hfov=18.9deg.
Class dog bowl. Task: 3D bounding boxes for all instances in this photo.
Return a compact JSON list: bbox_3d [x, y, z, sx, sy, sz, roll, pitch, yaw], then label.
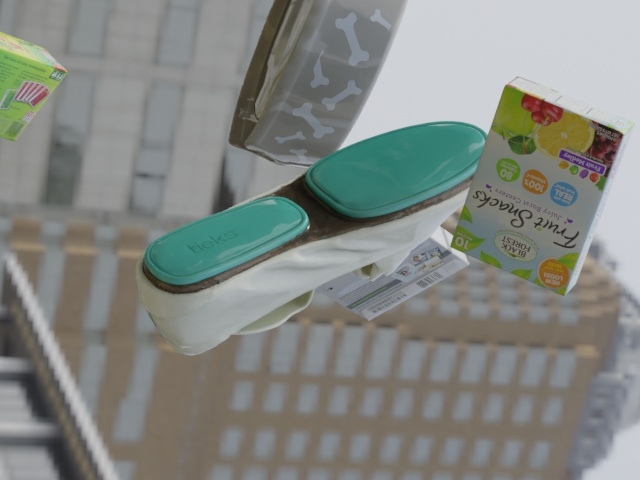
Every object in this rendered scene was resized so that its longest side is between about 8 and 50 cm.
[{"bbox_3d":[0.008,-0.236,2.147,0.349,0.102,0.349,-159,-90,-80],"label":"dog bowl"}]

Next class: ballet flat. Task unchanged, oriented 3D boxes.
[{"bbox_3d":[0.000,0.000,1.914,0.139,0.400,0.139,49,-27,36],"label":"ballet flat"}]

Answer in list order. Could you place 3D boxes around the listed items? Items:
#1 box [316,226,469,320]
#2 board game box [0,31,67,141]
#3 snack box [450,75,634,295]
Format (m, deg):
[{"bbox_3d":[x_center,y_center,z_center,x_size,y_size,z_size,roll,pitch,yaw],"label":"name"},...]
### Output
[{"bbox_3d":[0.065,0.019,2.195,0.145,0.186,0.038,-31,-120,19],"label":"box"},{"bbox_3d":[-0.333,-0.158,1.862,0.043,0.181,0.092,43,-78,24],"label":"board game box"},{"bbox_3d":[0.169,-0.042,1.476,0.037,0.100,0.141,-35,146,-61],"label":"snack box"}]
